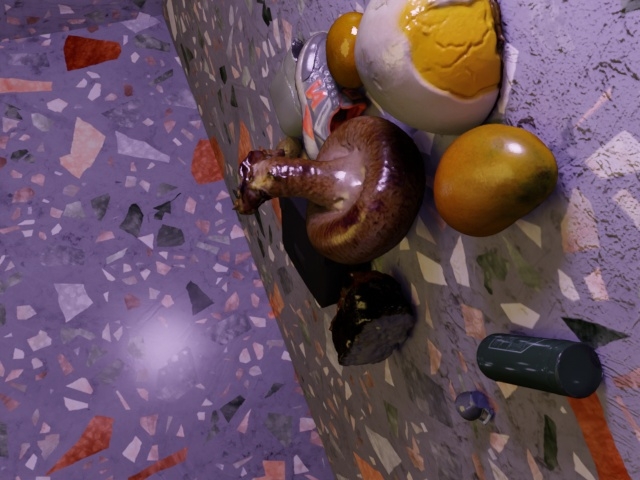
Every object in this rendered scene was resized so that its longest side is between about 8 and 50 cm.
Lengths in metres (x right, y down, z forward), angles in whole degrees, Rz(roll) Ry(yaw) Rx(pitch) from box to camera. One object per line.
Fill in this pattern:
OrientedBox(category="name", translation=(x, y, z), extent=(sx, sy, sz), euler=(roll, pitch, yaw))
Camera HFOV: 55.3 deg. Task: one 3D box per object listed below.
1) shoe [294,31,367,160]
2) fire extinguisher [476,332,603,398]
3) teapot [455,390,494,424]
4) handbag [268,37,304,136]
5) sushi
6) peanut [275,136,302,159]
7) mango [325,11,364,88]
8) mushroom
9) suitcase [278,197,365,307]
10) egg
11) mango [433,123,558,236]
OrientedBox(category="shoe", translation=(0.039, -0.363, 1.537), extent=(0.171, 0.132, 0.336), euler=(2, 98, 48))
OrientedBox(category="fire extinguisher", translation=(0.380, 0.226, 1.136), extent=(0.095, 0.114, 0.311), euler=(-70, 17, -11))
OrientedBox(category="teapot", translation=(0.356, 0.381, 1.397), extent=(0.088, 0.066, 0.057), euler=(45, 137, 11))
OrientedBox(category="handbag", translation=(-0.047, -0.436, 1.760), extent=(0.315, 0.109, 0.241), euler=(-26, 82, 67))
OrientedBox(category="sushi", translation=(0.140, 0.226, 1.709), extent=(0.343, 0.197, 0.181), euler=(109, 158, -53))
OrientedBox(category="peanut", translation=(-0.112, -0.293, 2.082), extent=(0.194, 0.083, 0.093), euler=(134, 131, -70))
OrientedBox(category="mango", translation=(0.073, -0.423, 1.390), extent=(0.221, 0.120, 0.151), euler=(123, 131, -75))
OrientedBox(category="mushroom", translation=(0.046, -0.142, 1.352), extent=(0.356, 0.331, 0.334), euler=(41, 149, -22))
OrientedBox(category="suitcase", translation=(0.000, 0.000, 1.862), extent=(0.345, 0.188, 0.339), euler=(54, 153, 40))
OrientedBox(category="egg", translation=(0.162, -0.335, 1.089), extent=(0.337, 0.201, 0.337), euler=(165, 90, -72))
OrientedBox(category="mango", translation=(0.286, -0.108, 1.035), extent=(0.175, 0.139, 0.254), euler=(57, 151, 9))
